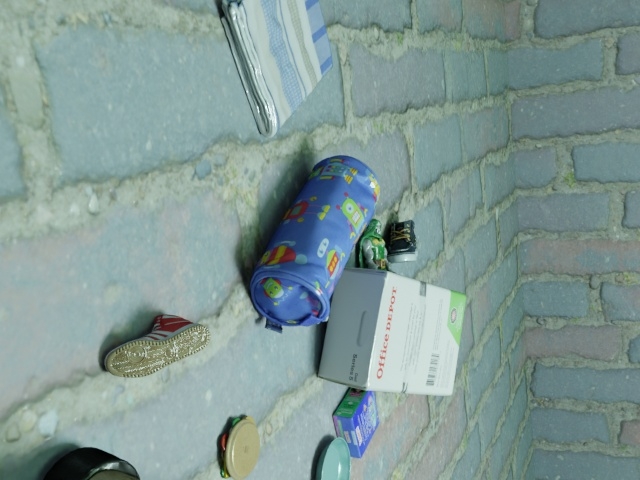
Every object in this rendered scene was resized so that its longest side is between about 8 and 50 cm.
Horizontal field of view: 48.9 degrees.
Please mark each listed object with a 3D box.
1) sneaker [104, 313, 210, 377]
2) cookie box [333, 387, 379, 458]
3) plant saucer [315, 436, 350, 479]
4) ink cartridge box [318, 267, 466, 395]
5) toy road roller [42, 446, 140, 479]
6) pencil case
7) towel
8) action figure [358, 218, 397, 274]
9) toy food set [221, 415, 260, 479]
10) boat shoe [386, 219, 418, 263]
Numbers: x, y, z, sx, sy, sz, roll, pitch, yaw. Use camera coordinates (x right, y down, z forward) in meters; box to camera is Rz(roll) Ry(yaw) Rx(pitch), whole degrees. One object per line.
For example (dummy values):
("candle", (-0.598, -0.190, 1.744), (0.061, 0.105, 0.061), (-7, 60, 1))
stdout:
("sneaker", (-0.190, 0.116, 0.787), (0.118, 0.067, 0.042), (-15, 106, -33))
("cookie box", (0.068, 0.327, 1.291), (0.107, 0.040, 0.091), (-46, 129, -56))
("plant saucer", (0.019, 0.399, 1.211), (0.119, 0.021, 0.119), (9, 80, -63))
("ink cartridge box", (0.136, 0.168, 1.265), (0.273, 0.115, 0.198), (18, 80, -48))
("toy road roller", (-0.153, 0.366, 0.674), (0.329, 0.203, 0.240), (48, 59, -46))
("pencil case", (0.000, 0.000, 1.077), (0.133, 0.119, 0.306), (47, 43, -21))
("towel", (-0.053, -0.308, 1.087), (0.285, 0.034, 0.209), (-58, 139, -49))
("action figure", (0.110, 0.073, 1.376), (0.137, 0.064, 0.232), (-8, 93, -61))
("toy food set", (-0.109, 0.282, 0.956), (0.083, 0.020, 0.083), (9, 81, -63))
("boat shoe", (0.168, 0.002, 1.481), (0.183, 0.065, 0.083), (-21, 103, -78))
